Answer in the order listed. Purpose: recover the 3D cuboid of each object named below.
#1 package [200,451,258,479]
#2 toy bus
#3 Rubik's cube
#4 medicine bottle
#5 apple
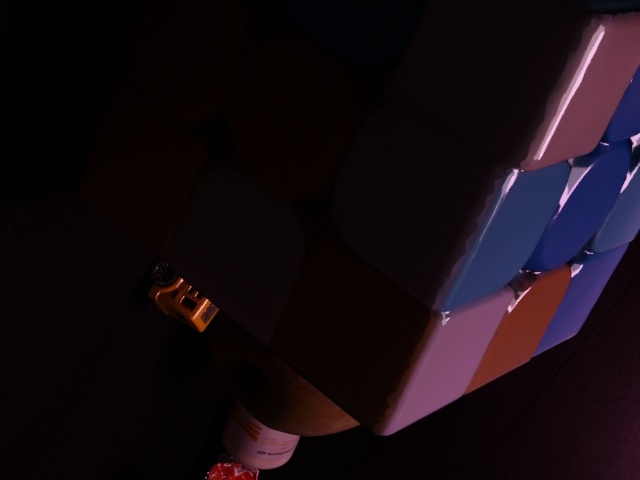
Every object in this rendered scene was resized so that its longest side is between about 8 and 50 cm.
[{"bbox_3d":[-0.160,0.400,1.904,0.194,0.071,0.269,-18,142,-48],"label":"package"},{"bbox_3d":[-0.107,0.010,1.272,0.162,0.074,0.069,-55,164,-13],"label":"toy bus"},{"bbox_3d":[0.075,-0.111,0.983,0.346,0.347,0.344,-15,136,-52],"label":"Rubik's cube"},{"bbox_3d":[-0.058,0.205,1.762,0.114,0.114,0.252,-39,155,-55],"label":"medicine bottle"},{"bbox_3d":[-0.003,0.105,1.470,0.234,0.257,0.257,-33,152,-37],"label":"apple"}]
